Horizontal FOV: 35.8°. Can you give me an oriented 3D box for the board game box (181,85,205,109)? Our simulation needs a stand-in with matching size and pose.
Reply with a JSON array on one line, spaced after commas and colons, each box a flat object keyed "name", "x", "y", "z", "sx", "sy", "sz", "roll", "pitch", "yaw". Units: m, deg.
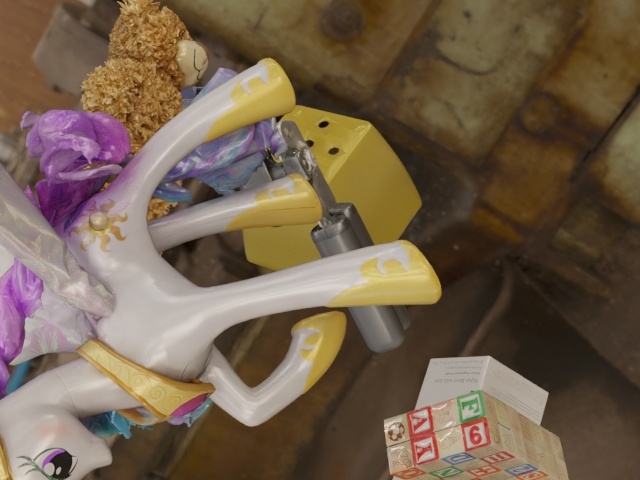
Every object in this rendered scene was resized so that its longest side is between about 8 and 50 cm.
[{"name": "board game box", "x": -0.223, "y": -0.217, "z": 1.598, "sx": 0.194, "sy": 0.194, "sz": 0.060, "roll": -160, "pitch": 69, "yaw": -70}]

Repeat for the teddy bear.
[{"name": "teddy bear", "x": -0.205, "y": -0.129, "z": 1.177, "sx": 0.113, "sy": 0.245, "sz": 0.338, "roll": -4, "pitch": 48, "yaw": 27}]

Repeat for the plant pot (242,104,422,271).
[{"name": "plant pot", "x": 0.002, "y": -0.078, "z": 1.482, "sx": 0.212, "sy": 0.187, "sz": 0.212, "roll": 18, "pitch": 55, "yaw": 30}]

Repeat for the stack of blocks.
[{"name": "stack of blocks", "x": 0.251, "y": 0.338, "z": 1.560, "sx": 0.171, "sy": 0.297, "sz": 0.087, "roll": -24, "pitch": 54, "yaw": 27}]

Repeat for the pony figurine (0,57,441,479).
[{"name": "pony figurine", "x": -0.154, "y": 0.014, "z": 0.691, "sx": 0.363, "sy": 0.351, "sz": 0.303, "roll": -29, "pitch": -17, "yaw": -23}]

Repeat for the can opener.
[{"name": "can opener", "x": 0.000, "y": 0.000, "z": 1.095, "sx": 0.095, "sy": 0.284, "sz": 0.076, "roll": -21, "pitch": 17, "yaw": 22}]

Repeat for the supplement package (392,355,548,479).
[{"name": "supplement package", "x": 0.282, "y": 0.390, "z": 1.892, "sx": 0.177, "sy": 0.175, "sz": 0.293, "roll": -13, "pitch": 51, "yaw": 55}]
